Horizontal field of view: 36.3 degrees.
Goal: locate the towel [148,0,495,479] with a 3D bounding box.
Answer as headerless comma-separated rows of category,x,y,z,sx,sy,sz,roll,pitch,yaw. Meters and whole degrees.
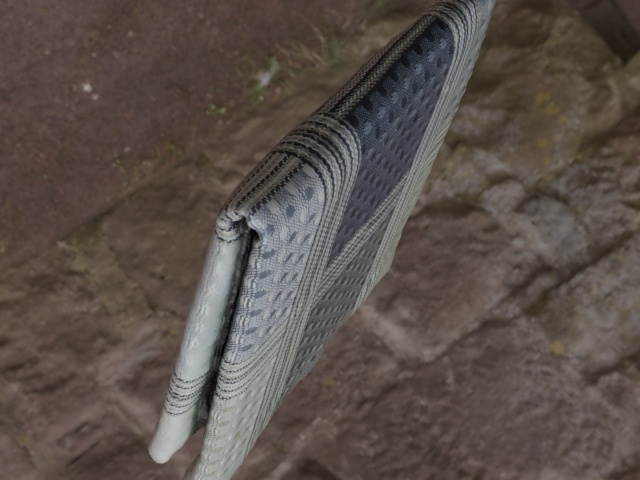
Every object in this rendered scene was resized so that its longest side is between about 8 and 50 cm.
towel,0.000,0.000,0.681,0.312,0.056,0.324,-49,164,-41
